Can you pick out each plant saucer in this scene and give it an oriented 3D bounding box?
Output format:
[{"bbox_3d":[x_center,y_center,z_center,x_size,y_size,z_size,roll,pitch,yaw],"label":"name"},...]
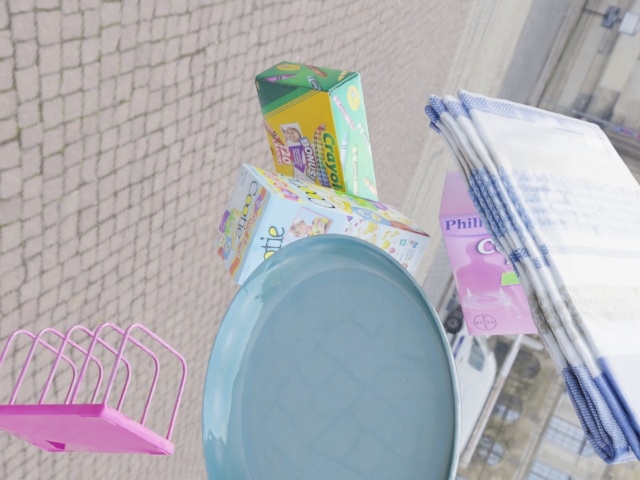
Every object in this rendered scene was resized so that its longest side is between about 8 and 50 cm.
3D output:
[{"bbox_3d":[0.002,0.153,0.635,0.044,0.318,0.317,13,102,-43],"label":"plant saucer"}]

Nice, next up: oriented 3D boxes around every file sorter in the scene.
[{"bbox_3d":[-0.415,0.261,1.251,0.202,0.291,0.182,54,37,-48],"label":"file sorter"}]

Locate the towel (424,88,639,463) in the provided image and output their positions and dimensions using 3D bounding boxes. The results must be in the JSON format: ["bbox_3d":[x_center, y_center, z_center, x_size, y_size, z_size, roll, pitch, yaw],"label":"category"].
[{"bbox_3d":[0.201,0.013,0.503,0.209,0.284,0.034,2,144,-36],"label":"towel"}]

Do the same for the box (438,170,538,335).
[{"bbox_3d":[0.307,0.015,1.030,0.117,0.214,0.242,-69,147,-48],"label":"box"}]

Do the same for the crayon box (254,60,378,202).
[{"bbox_3d":[-0.001,-0.155,1.197,0.081,0.165,0.278,-40,133,-34],"label":"crayon box"}]

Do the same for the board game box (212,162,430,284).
[{"bbox_3d":[0.000,0.000,1.073,0.276,0.142,0.144,14,108,-29],"label":"board game box"}]
